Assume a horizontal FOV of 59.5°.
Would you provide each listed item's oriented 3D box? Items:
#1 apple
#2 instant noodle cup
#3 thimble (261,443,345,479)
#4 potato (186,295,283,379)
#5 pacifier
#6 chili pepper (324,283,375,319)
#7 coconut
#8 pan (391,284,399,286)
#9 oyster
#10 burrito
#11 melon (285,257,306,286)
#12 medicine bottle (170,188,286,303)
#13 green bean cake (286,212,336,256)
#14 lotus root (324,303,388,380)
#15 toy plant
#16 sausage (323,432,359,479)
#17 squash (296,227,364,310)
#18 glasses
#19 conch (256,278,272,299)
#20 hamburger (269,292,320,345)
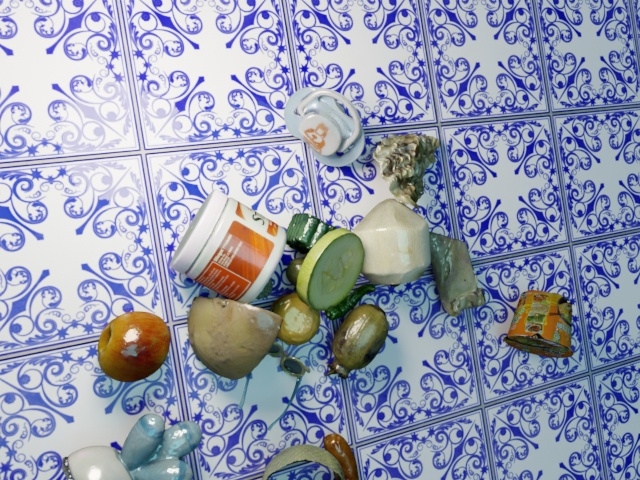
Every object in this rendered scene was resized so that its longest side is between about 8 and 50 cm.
[{"bbox_3d":[-0.501,0.290,1.518,0.173,0.160,0.195,25,85,-39],"label":"apple"},{"bbox_3d":[0.773,0.288,1.950,0.230,0.230,0.182,25,71,-17],"label":"instant noodle cup"},{"bbox_3d":[-0.048,0.738,1.618,0.270,0.150,0.271,0,91,-3],"label":"thimble"},{"bbox_3d":[-0.258,0.271,1.546,0.211,0.264,0.190,28,69,-23],"label":"potato"},{"bbox_3d":[0.032,-0.374,1.742,0.279,0.227,0.207,44,35,-14],"label":"pacifier"},{"bbox_3d":[0.094,0.195,1.772,0.182,0.073,0.050,-35,76,-13],"label":"chili pepper"},{"bbox_3d":[0.223,0.002,1.744,0.237,0.237,0.266,-8,89,-20],"label":"coconut"},{"bbox_3d":[0.270,0.115,1.866,0.115,0.023,0.069,-13,91,-20],"label":"pan"},{"bbox_3d":[0.291,-0.245,1.809,0.351,0.114,0.238,-41,102,-42],"label":"oyster"},{"bbox_3d":[0.444,0.089,1.892,0.175,0.107,0.348,-30,101,-35],"label":"burrito"},{"bbox_3d":[-0.031,0.111,1.715,0.162,0.099,0.099,27,79,-19],"label":"melon"},{"bbox_3d":[-0.252,0.022,1.556,0.240,0.252,0.253,30,78,-17],"label":"medicine bottle"},{"bbox_3d":[0.000,0.000,1.677,0.193,0.208,0.107,29,81,-14],"label":"green bean cake"},{"bbox_3d":[0.109,0.324,1.739,0.154,0.154,0.278,38,83,-15],"label":"lotus root"},{"bbox_3d":[-0.469,0.583,1.476,0.332,0.247,0.247,-28,97,-23],"label":"toy plant"},{"bbox_3d":[0.069,0.746,1.736,0.102,0.076,0.302,-4,89,-21],"label":"sausage"},{"bbox_3d":[0.037,0.085,1.616,0.252,0.049,0.252,-29,134,-35],"label":"squash"},{"bbox_3d":[-0.157,0.418,1.639,0.189,0.088,0.221,43,62,-24],"label":"glasses"},{"bbox_3d":[-0.173,0.138,1.687,0.076,0.056,0.085,16,83,-32],"label":"conch"},{"bbox_3d":[-0.080,0.236,1.683,0.162,0.115,0.162,2,85,-19],"label":"hamburger"}]
